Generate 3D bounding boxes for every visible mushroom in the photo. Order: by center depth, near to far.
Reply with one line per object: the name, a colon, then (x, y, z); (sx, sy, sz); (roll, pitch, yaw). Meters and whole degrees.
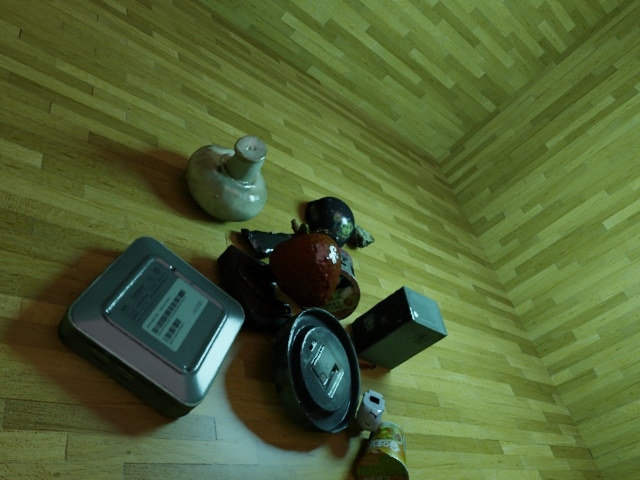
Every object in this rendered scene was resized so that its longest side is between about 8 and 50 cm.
mushroom: (-0.332, -0.207, 1.855); (0.315, 0.315, 0.356); (44, -5, -8)

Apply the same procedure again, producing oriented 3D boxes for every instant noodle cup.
instant noodle cup: (0.204, 0.676, 1.647); (0.168, 0.168, 0.185); (46, 21, -6)
instant noodle cup: (0.041, 0.147, 1.981); (0.244, 0.244, 0.255); (42, 22, -13)

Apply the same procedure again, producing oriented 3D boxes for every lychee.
lychee: (-0.045, 0.071, 1.715); (0.255, 0.255, 0.300); (15, 70, -44)

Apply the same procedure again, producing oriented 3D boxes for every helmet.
helmet: (0.060, -0.108, 2.346); (0.231, 0.160, 0.278); (24, 39, -34)

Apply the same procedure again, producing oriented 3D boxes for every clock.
clock: (-0.007, 0.408, 1.639); (0.386, 0.076, 0.386); (35, 44, -43)
clock: (0.156, 0.574, 1.694); (0.080, 0.117, 0.176); (20, 5, 7)

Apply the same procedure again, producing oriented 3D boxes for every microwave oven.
microwave oven: (0.294, 0.334, 2.005); (0.237, 0.295, 0.181); (27, 37, -33)

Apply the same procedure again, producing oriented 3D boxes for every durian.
durian: (0.176, -0.014, 2.452); (0.148, 0.091, 0.188); (35, 10, -21)

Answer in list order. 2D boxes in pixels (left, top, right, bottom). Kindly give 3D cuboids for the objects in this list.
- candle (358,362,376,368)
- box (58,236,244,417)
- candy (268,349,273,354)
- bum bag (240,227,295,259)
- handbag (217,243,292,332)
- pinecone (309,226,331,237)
candle: (0.151, 0.468, 1.937); (0.167, 0.021, 0.026); (19, 21, -40)
box: (-0.422, 0.211, 1.380); (0.396, 0.111, 0.396); (40, 31, -13)
candy: (-0.073, 0.326, 1.738); (0.292, 0.086, 0.059); (-13, 76, -58)
bum bag: (-0.168, 0.020, 1.980); (0.326, 0.079, 0.142); (6, 43, -46)
handbag: (-0.209, 0.166, 1.725); (0.257, 0.113, 0.285); (27, 33, -49)
pinecone: (0.002, -0.001, 2.207); (0.102, 0.102, 0.109); (-31, 102, -60)
